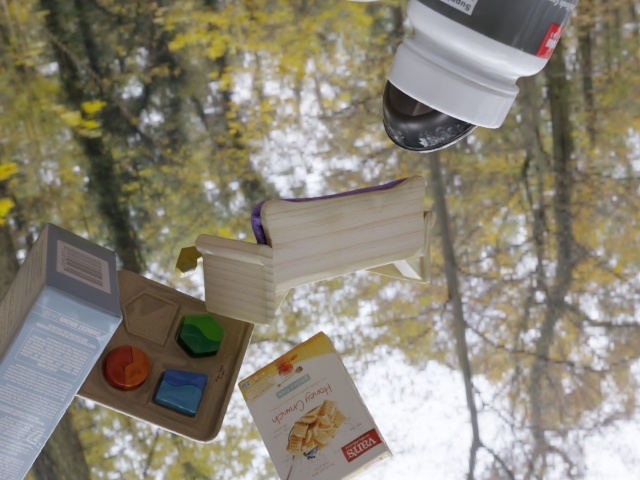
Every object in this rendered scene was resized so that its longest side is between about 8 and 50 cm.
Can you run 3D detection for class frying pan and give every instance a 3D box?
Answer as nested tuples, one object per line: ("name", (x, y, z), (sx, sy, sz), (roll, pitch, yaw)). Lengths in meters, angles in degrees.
("frying pan", (0.186, -0.268, 1.347), (0.197, 0.053, 0.326), (13, -106, 46))

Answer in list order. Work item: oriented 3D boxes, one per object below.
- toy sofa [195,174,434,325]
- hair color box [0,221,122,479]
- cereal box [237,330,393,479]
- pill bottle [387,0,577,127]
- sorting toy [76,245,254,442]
("toy sofa", (0.000, 0.000, 1.496), (0.362, 0.177, 0.150), (-13, -165, -41))
("hair color box", (-0.409, 0.184, 1.341), (0.113, 0.374, 0.185), (27, -163, -25))
("cereal box", (-0.012, 0.286, 1.582), (0.173, 0.047, 0.240), (-33, -124, 3))
("pill bottle", (0.189, -0.271, 1.026), (0.161, 0.283, 0.161), (21, -161, -8))
("sorting toy", (-0.215, 0.122, 1.455), (0.229, 0.041, 0.307), (20, -125, -5))
